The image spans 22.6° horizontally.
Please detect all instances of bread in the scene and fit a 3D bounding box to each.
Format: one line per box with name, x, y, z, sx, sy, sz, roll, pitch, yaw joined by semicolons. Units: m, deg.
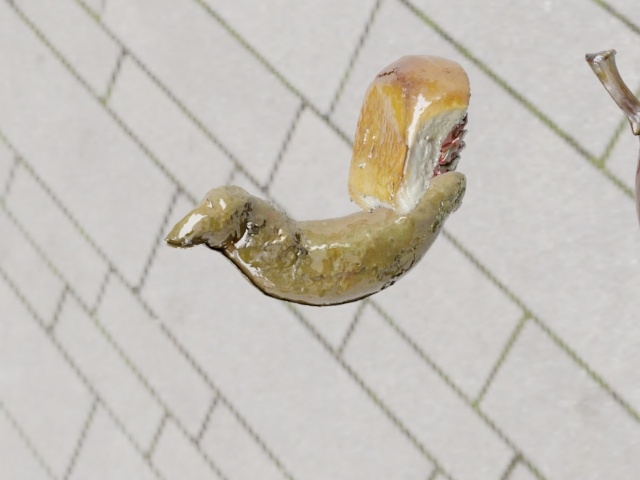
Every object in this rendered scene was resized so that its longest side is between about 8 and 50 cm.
bread;0.056;-0.080;1.167;0.129;0.044;0.126;21;91;66

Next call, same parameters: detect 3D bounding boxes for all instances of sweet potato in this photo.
sweet potato;-0.002;0.003;1.543;0.098;0.310;0.124;-123;34;-59

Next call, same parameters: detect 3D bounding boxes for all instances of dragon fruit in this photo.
dragon fruit;0.135;-0.142;2.095;0.130;0.121;0.142;-113;22;-80

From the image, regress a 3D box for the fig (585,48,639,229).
fig;0.373;-0.071;1.620;0.321;0.217;0.217;40;132;-11
